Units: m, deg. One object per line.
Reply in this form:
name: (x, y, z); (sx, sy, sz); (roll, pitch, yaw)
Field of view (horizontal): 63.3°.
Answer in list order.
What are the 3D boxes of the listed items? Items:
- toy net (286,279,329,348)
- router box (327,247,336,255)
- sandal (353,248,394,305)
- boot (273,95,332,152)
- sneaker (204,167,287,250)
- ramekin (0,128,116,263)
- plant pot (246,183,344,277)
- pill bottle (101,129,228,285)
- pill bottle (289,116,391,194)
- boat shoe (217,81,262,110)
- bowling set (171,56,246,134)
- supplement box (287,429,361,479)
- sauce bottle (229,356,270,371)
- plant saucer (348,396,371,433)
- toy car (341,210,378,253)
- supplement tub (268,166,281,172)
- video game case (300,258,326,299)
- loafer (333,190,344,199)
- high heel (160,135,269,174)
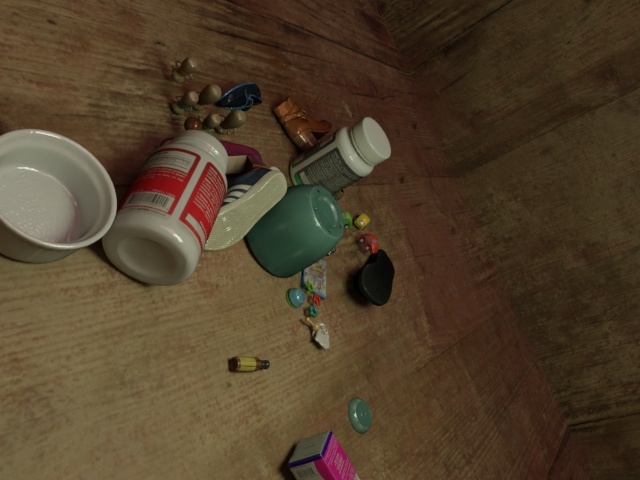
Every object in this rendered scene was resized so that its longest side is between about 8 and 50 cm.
toy net: (-0.028, 0.256, 1.747); (0.122, 0.045, 0.232); (-23, 88, -59)
router box: (0.000, 0.000, 1.914); (0.038, 0.092, 0.123); (-36, 98, -20)
sandal: (0.212, 0.163, 2.103); (0.168, 0.107, 0.446); (60, 21, -3)
boot: (-0.076, -0.506, 2.176); (0.220, 0.109, 0.283); (50, 42, -11)
sneaker: (-0.266, -0.105, 1.584); (0.350, 0.148, 0.131); (-40, 137, -28)
ramekin: (-0.600, -0.085, 1.115); (0.277, 0.135, 0.277); (32, 43, -36)
plant pot: (-0.065, -0.052, 1.716); (0.293, 0.235, 0.293); (38, 40, -40)
pill bottle: (-0.376, -0.103, 1.351); (0.229, 0.229, 0.408); (42, 38, -28)
pill bottle: (0.074, -0.305, 1.984); (0.204, 0.360, 0.204); (32, 44, -38)
boat shoe: (-0.276, -0.517, 1.892); (0.089, 0.109, 0.258); (60, 35, -11)
bowling set: (-0.401, -0.410, 1.645); (0.287, 0.154, 0.200); (49, 54, -23)
supplement box: (0.024, 0.653, 1.422); (0.220, 0.111, 0.114); (61, 22, -7)
sauce bottle: (-0.196, 0.347, 1.453); (0.128, 0.042, 0.042); (20, 52, -48)
plant saucer: (0.139, 0.589, 1.757); (0.119, 0.021, 0.120); (33, 43, -38)
toy car: (0.145, -0.068, 2.161); (0.224, 0.053, 0.239); (27, 31, -31)
supplement tub: (-0.186, -0.202, 1.788); (0.071, 0.107, 0.071); (33, 43, -38)
video game case: (-0.022, 0.118, 1.873); (0.119, 0.015, 0.167); (35, 43, -36)
loafer: (0.069, -0.246, 2.219); (0.056, 0.050, 0.148); (1, 67, -54)
high heel: (-0.350, -0.275, 1.666); (0.377, 0.127, 0.181); (14, 22, -41)
